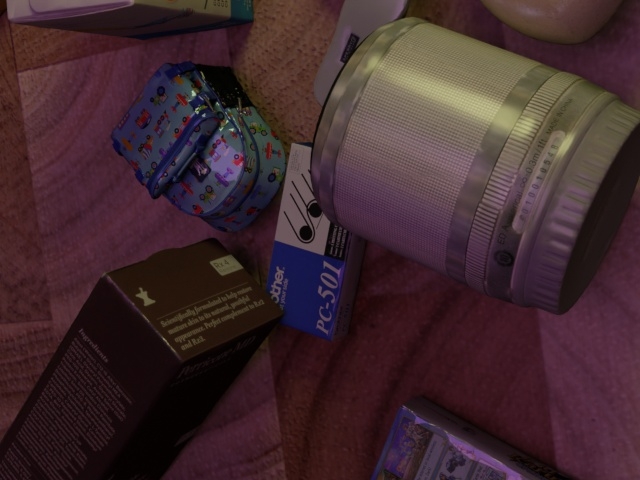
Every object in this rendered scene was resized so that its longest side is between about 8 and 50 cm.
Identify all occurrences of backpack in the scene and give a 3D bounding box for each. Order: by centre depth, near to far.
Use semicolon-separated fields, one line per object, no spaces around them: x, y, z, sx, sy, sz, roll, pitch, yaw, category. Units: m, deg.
-0.132;-0.098;1.186;0.158;0.117;0.173;-45;69;24;backpack

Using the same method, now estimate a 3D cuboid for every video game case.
0.154;0.343;1.128;0.244;0.061;0.270;27;107;21;video game case

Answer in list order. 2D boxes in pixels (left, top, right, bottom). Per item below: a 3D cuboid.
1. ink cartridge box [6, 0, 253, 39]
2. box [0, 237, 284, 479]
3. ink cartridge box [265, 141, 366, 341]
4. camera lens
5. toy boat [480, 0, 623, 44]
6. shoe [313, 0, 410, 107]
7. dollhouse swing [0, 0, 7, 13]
-0.207;-0.320;1.140;0.168;0.232;0.171;-1;96;28;ink cartridge box
-0.225;0.186;1.212;0.143;0.191;0.381;45;122;16;box
0.000;0.000;1.176;0.097;0.046;0.207;16;103;26;ink cartridge box
0.144;-0.075;0.994;0.274;0.219;0.219;26;107;23;camera lens
0.272;-0.325;0.957;0.318;0.148;0.268;-13;85;36;toy boat
0.058;-0.217;1.099;0.063;0.081;0.178;36;114;19;shoe
-0.525;-0.471;1.271;0.347;0.315;0.305;56;136;11;dollhouse swing
